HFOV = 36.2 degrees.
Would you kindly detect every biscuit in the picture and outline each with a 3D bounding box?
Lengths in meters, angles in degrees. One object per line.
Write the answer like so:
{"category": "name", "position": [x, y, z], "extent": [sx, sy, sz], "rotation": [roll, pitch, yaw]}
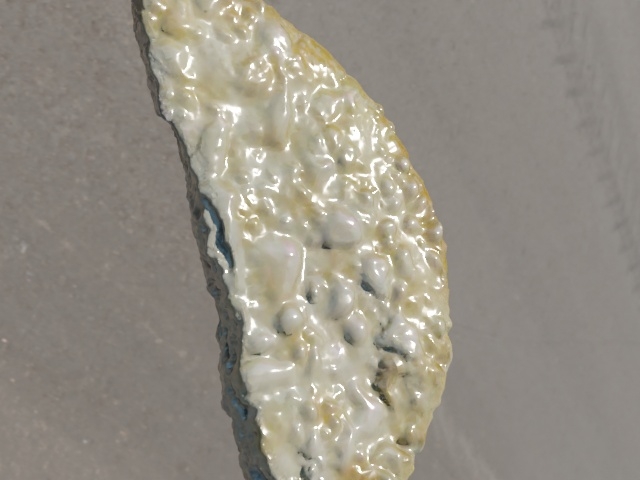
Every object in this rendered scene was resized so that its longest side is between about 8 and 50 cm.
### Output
{"category": "biscuit", "position": [-0.001, 0.000, 0.492], "extent": [0.141, 0.038, 0.290], "rotation": [-15, 88, -29]}
